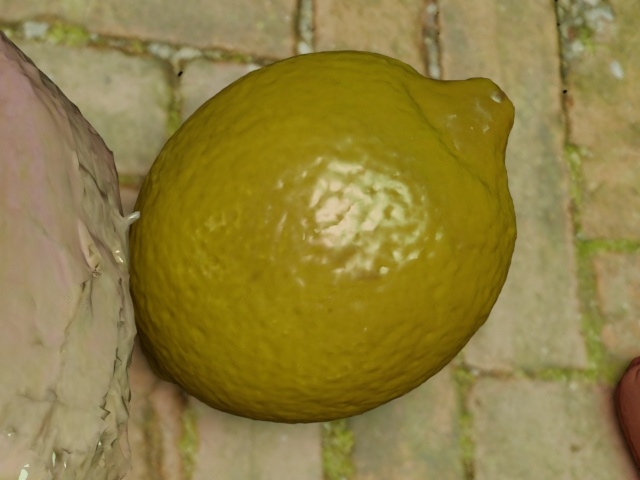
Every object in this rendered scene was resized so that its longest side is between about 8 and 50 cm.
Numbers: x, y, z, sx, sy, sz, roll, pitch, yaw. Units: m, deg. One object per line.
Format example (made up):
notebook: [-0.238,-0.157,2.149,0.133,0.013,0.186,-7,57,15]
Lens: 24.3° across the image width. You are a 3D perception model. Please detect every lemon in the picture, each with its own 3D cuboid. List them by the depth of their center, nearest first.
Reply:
lemon: [0.000,0.000,0.775,0.244,0.187,0.187,-34,89,13]

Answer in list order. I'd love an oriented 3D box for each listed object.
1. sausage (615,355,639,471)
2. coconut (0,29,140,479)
sausage: [0.221,0.137,0.866,0.062,0.062,0.154,-22,86,-18]
coconut: [-0.273,0.032,0.608,0.404,0.404,0.404,3,79,-14]
